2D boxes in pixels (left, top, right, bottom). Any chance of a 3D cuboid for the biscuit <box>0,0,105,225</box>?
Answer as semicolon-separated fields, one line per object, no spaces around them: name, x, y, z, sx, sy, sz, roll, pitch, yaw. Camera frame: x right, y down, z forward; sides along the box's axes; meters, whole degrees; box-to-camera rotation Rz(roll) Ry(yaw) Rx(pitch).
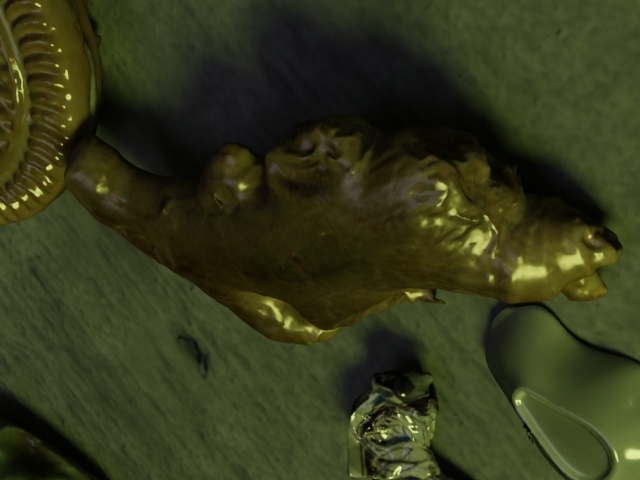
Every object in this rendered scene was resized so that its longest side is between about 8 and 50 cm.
biscuit;-0.243;-0.128;0.880;0.259;0.079;0.259;18;124;29

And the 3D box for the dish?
dish;0.138;0.097;0.728;0.137;0.039;0.091;45;133;8

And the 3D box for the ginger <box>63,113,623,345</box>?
ginger;0.002;0.000;0.746;0.333;0.080;0.166;-7;125;36

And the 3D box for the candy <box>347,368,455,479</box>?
candy;0.085;0.180;0.807;0.094;0.051;0.226;-24;97;40

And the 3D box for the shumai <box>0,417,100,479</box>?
shumai;-0.284;0.336;1.018;0.330;0.288;0.292;37;130;19
